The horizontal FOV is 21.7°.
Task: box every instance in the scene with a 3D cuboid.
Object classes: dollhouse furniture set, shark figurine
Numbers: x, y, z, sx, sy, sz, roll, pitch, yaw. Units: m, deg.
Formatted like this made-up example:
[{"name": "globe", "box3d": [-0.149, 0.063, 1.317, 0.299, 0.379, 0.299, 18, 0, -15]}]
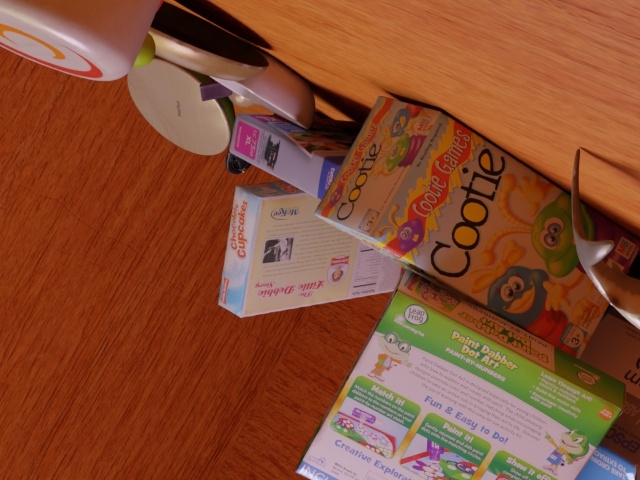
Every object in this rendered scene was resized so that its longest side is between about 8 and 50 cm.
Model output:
[{"name": "dollhouse furniture set", "box3d": [-0.121, -0.250, 2.138, 0.114, 0.091, 0.081, 87, 169, -63]}, {"name": "shark figurine", "box3d": [0.306, 0.036, 1.372, 0.278, 0.116, 0.166, 22, 146, -4]}]

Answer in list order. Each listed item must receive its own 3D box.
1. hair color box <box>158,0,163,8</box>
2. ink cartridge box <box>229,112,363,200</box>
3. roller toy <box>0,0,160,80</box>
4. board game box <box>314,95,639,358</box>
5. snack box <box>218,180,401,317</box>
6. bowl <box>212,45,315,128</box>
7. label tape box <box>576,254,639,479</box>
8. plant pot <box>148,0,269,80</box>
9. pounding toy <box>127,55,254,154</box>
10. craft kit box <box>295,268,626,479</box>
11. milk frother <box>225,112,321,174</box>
[{"name": "hair color box", "box3d": [-0.228, -0.295, 1.763, 0.141, 0.043, 0.072, 30, -179, -19]}, {"name": "ink cartridge box", "box3d": [0.043, -0.090, 2.043, 0.185, 0.065, 0.311, 1, -161, -33]}, {"name": "roller toy", "box3d": [-0.235, -0.243, 1.493, 0.191, 0.146, 0.209, 21, 173, 6]}, {"name": "board game box", "box3d": [0.160, -0.013, 1.689, 0.275, 0.144, 0.142, 30, 178, -25]}, {"name": "snack box", "box3d": [0.000, 0.000, 2.482, 0.322, 0.187, 0.060, -8, -155, -42]}, {"name": "bowl", "box3d": [-0.076, -0.199, 2.046, 0.142, 0.053, 0.142, 30, 179, 42]}, {"name": "label tape box", "box3d": [0.293, 0.179, 1.772, 0.240, 0.333, 0.106, 29, 156, 43]}, {"name": "plant pot", "box3d": [-0.171, -0.236, 1.895, 0.236, 0.032, 0.236, 24, -166, -6]}, {"name": "pounding toy", "box3d": [-0.168, -0.236, 2.416, 0.183, 0.110, 0.237, 41, 149, -5]}, {"name": "craft kit box", "box3d": [0.136, 0.188, 1.672, 0.250, 0.247, 0.061, 28, -150, 0]}, {"name": "milk frother", "box3d": [-0.044, -0.124, 2.403, 0.129, 0.143, 0.134, 40, 176, -39]}]
